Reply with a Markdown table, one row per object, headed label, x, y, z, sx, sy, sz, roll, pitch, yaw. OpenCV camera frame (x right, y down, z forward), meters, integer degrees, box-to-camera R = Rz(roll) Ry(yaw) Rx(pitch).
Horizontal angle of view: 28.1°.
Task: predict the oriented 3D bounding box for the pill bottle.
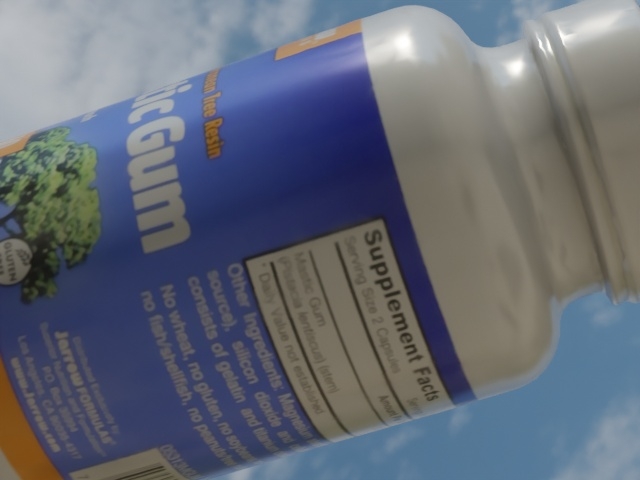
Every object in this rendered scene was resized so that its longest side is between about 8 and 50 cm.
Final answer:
| label | x | y | z | sx | sy | sz | roll | pitch | yaw |
| --- | --- | --- | --- | --- | --- | --- | --- | --- | --- |
| pill bottle | 0.000 | 0.000 | 0.490 | 0.272 | 0.152 | 0.152 | -18 | -57 | 8 |
